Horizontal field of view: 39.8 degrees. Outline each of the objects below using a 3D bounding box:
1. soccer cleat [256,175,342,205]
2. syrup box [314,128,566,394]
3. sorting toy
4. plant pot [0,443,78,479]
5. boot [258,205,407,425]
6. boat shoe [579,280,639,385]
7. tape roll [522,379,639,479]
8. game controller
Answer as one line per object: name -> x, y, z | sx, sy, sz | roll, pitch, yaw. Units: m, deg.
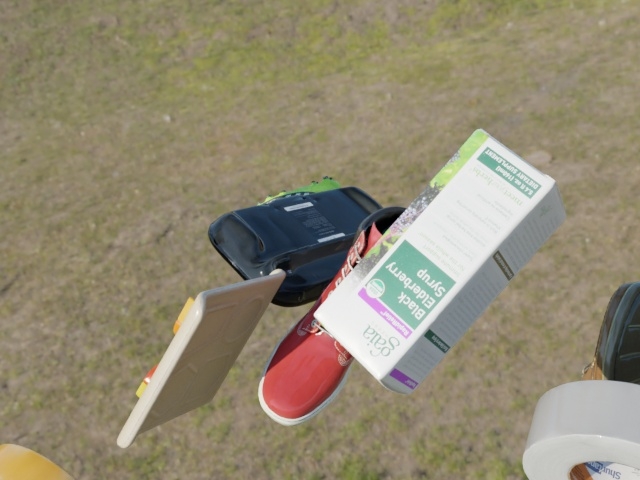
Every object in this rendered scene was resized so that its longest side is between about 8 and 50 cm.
soccer cleat -> -0.042, -0.057, 1.577 | 0.178, 0.072, 0.060 | -18, -7, 22
syrup box -> 0.114, 0.024, 0.832 | 0.237, 0.096, 0.093 | -48, 61, 0
sorting toy -> -0.131, 0.119, 0.970 | 0.038, 0.193, 0.208 | 36, 18, 13
plant pot -> -0.345, 0.362, 0.961 | 0.205, 0.205, 0.188 | 3, 37, 36
boot -> 0.020, 0.074, 0.944 | 0.088, 0.176, 0.244 | 32, 59, 11
boat shoe -> 0.390, 0.198, 1.183 | 0.110, 0.308, 0.104 | 1, 9, -22
tape roll -> 0.343, 0.248, 0.995 | 0.219, 0.219, 0.072 | 1, 48, 32
game controller -> 0.000, 0.000, 1.192 | 0.166, 0.067, 0.319 | 36, 31, 29
